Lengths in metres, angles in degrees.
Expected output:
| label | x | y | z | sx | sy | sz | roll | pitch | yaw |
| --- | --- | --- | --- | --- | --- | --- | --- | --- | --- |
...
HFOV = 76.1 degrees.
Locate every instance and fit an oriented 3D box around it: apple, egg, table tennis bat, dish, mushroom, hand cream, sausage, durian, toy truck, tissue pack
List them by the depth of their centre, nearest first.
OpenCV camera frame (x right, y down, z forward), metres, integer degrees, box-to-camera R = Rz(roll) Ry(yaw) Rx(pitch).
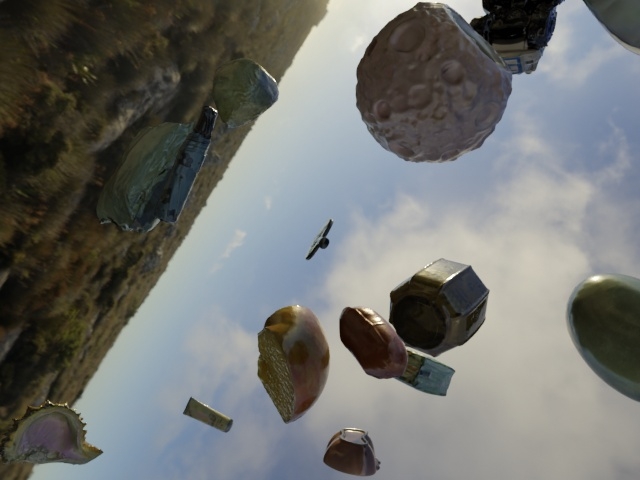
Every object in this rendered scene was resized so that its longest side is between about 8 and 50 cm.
| label | x | y | z | sx | sy | sz | roll | pitch | yaw |
| --- | --- | --- | --- | --- | --- | --- | --- | --- | --- |
| toy truck | 0.426 | -0.448 | 0.869 | 0.161 | 0.177 | 0.213 | 16 | -101 | 37 |
| durian | -0.592 | 0.442 | 0.914 | 0.078 | 0.224 | 0.140 | -11 | -135 | 33 |
| egg | 0.765 | 0.234 | 1.002 | 0.258 | 0.258 | 0.352 | -49 | -153 | 26 |
| sausage | 0.134 | 0.259 | 1.077 | 0.133 | 0.133 | 0.258 | -55 | -148 | 6 |
| hand cream | -0.315 | 0.496 | 1.156 | 0.039 | 0.143 | 0.061 | -65 | 180 | -77 |
| table tennis bat | 0.000 | 0.000 | 1.210 | 0.150 | 0.027 | 0.236 | -58 | -174 | 1 |
| apple | -0.089 | 0.376 | 1.307 | 0.314 | 0.252 | 0.309 | -67 | 172 | -57 |
| mushroom | -0.236 | -0.508 | 1.357 | 0.164 | 0.189 | 0.267 | -8 | -150 | 27 |
| dish | 0.114 | 0.711 | 1.406 | 0.213 | 0.213 | 0.090 | 175 | -77 | -70 |
| tissue pack | 0.316 | 0.470 | 1.568 | 0.311 | 0.228 | 0.128 | 12 | -105 | 50 |

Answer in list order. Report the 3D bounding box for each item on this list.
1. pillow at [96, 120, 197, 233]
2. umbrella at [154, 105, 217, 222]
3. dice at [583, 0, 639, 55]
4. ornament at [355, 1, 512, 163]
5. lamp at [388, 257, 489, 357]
| label | x | y | z | sx | sy | sz | roll | pitch | yaw |
| --- | --- | --- | --- | --- | --- | --- | --- | --- | --- |
| pillow | -0.420 | -0.162 | 0.996 | 0.283 | 0.138 | 0.310 | 5 | -116 | 45 |
| umbrella | -0.266 | -0.152 | 0.821 | 0.053 | 0.052 | 0.250 | 7 | -105 | 59 |
| dice | 0.343 | -0.300 | 0.355 | 0.193 | 0.192 | 0.194 | -54 | -168 | -33 |
| ornament | 0.183 | -0.252 | 0.703 | 0.225 | 0.259 | 0.259 | -43 | -158 | 37 |
| lamp | 0.225 | 0.122 | 0.774 | 0.185 | 0.161 | 0.161 | -16 | 159 | -48 |
